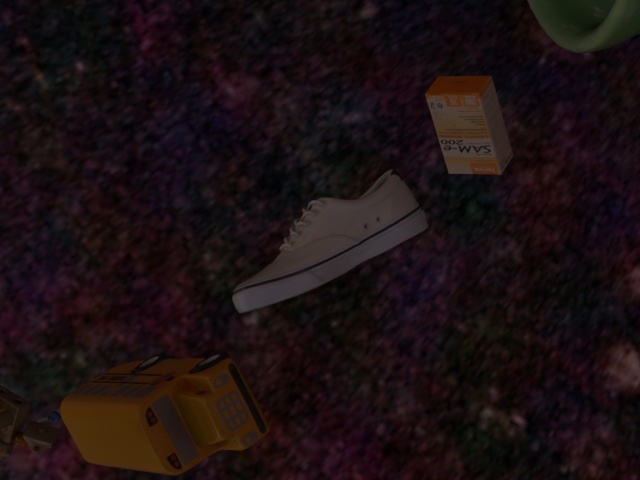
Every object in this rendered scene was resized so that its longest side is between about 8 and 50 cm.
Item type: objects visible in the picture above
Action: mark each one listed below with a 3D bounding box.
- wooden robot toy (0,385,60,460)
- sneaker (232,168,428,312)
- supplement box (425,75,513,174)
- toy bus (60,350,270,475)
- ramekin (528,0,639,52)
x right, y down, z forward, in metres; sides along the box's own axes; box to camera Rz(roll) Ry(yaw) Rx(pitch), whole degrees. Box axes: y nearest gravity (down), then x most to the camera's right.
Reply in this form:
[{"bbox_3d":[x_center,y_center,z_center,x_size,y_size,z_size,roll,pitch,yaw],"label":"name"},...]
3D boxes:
[{"bbox_3d":[-0.330,0.185,1.559,0.173,0.076,0.079,27,116,24],"label":"wooden robot toy"},{"bbox_3d":[0.000,0.000,1.840,0.091,0.258,0.094,63,157,-1],"label":"sneaker"},{"bbox_3d":[0.150,-0.116,1.603,0.062,0.036,0.098,2,128,32],"label":"supplement box"},{"bbox_3d":[-0.197,0.215,1.965,0.332,0.130,0.108,-8,110,60],"label":"toy bus"},{"bbox_3d":[0.213,-0.272,0.964,0.148,0.303,0.303,-7,115,-8],"label":"ramekin"}]
